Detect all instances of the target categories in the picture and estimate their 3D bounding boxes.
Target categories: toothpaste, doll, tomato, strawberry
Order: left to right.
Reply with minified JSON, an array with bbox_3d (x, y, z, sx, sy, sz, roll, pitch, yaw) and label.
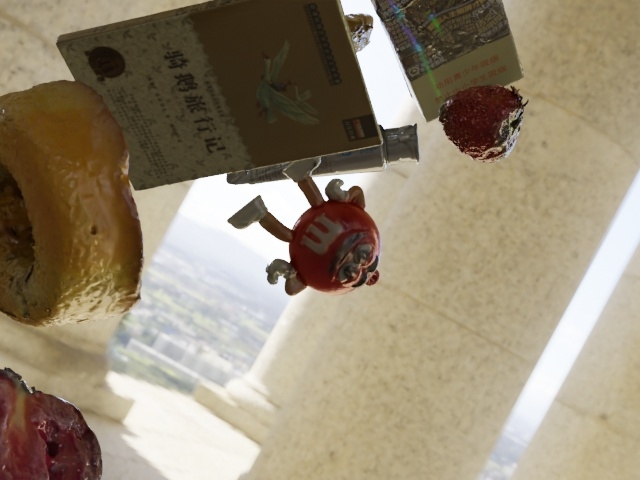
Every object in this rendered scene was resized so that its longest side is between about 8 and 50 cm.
[{"bbox_3d":[-0.549,0.380,1.685,0.335,0.176,0.289,32,33,-30],"label":"tomato"},{"bbox_3d":[0.000,0.000,1.382,0.217,0.183,0.085,49,-5,-19],"label":"doll"},{"bbox_3d":[0.004,-0.135,1.571,0.299,0.114,0.073,-5,-45,8],"label":"toothpaste"},{"bbox_3d":[0.193,-0.143,1.217,0.106,0.106,0.106,29,-3,2],"label":"strawberry"}]

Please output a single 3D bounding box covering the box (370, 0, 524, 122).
[{"bbox_3d":[0.213,-0.359,1.715,0.310,0.198,0.084,59,8,-49],"label":"box"}]

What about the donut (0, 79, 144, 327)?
[{"bbox_3d":[-0.255,-0.032,0.955,0.253,0.253,0.118,27,30,36],"label":"donut"}]

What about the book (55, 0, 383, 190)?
[{"bbox_3d":[-0.106,-0.164,1.117,0.311,0.021,0.216,-9,-49,14],"label":"book"}]

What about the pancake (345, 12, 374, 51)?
[{"bbox_3d":[-0.011,-0.336,1.784,0.266,0.245,0.057,-21,89,-58],"label":"pancake"}]
